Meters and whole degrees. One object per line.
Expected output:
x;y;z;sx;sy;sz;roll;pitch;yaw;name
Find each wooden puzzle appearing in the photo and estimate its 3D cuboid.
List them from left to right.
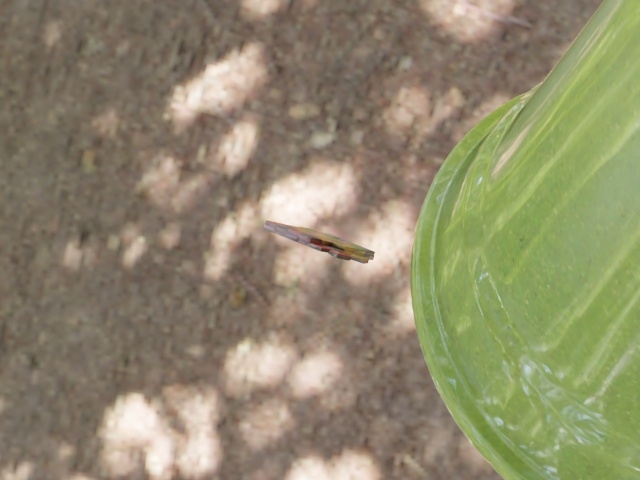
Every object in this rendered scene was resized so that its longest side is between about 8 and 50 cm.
0.000;0.000;0.927;0.083;0.049;0.006;21;98;41;wooden puzzle

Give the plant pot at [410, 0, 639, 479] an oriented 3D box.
0.196;-0.030;0.678;0.254;0.276;0.276;105;159;-60;plant pot
